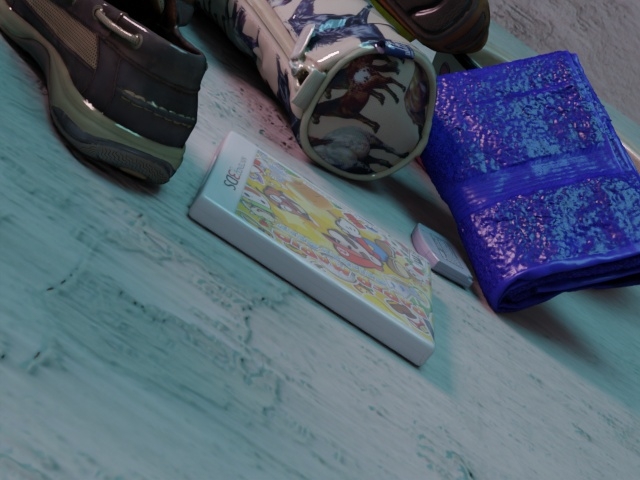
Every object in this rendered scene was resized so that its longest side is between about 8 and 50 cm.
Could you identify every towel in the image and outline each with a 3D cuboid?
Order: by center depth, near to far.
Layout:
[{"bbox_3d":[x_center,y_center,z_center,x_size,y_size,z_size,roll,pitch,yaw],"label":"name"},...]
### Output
[{"bbox_3d":[0.234,-0.075,1.470,0.228,0.076,0.308,-11,52,-15],"label":"towel"}]

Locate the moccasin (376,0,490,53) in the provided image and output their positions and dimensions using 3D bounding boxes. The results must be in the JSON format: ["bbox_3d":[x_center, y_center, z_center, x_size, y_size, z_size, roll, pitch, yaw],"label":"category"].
[{"bbox_3d":[0.074,-0.376,1.665,0.380,0.139,0.147,47,8,17],"label":"moccasin"}]

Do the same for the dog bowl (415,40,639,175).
[{"bbox_3d":[0.284,-0.099,1.787,0.408,0.150,0.408,32,17,-11],"label":"dog bowl"}]

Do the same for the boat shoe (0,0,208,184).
[{"bbox_3d":[-0.175,-0.187,1.166,0.132,0.130,0.355,20,23,-42],"label":"boat shoe"}]

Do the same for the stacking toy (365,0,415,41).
[{"bbox_3d":[0.050,-0.344,1.872,0.351,0.350,0.480,33,36,-12],"label":"stacking toy"}]

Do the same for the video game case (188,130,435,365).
[{"bbox_3d":[0.000,0.000,1.191,0.227,0.026,0.206,34,18,-8],"label":"video game case"}]

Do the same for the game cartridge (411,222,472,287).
[{"bbox_3d":[0.121,0.014,1.404,0.056,0.017,0.083,32,17,-24],"label":"game cartridge"}]

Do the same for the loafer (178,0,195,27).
[{"bbox_3d":[-0.218,-0.383,1.598,0.134,0.130,0.366,16,26,-48],"label":"loafer"}]

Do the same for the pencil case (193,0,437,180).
[{"bbox_3d":[-0.031,-0.243,1.541,0.183,0.160,0.410,37,12,-46],"label":"pencil case"}]
